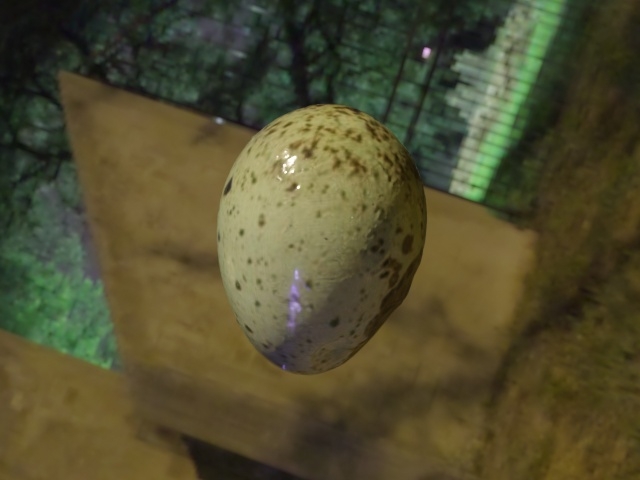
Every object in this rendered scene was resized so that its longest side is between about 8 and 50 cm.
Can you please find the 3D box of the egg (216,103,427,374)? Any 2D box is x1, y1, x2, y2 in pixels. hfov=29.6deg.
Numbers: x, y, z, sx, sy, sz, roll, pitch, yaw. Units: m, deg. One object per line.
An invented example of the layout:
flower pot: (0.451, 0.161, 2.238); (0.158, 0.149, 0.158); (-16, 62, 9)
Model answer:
egg: (0.000, 0.000, 0.491); (0.085, 0.085, 0.110); (4, -88, -81)
